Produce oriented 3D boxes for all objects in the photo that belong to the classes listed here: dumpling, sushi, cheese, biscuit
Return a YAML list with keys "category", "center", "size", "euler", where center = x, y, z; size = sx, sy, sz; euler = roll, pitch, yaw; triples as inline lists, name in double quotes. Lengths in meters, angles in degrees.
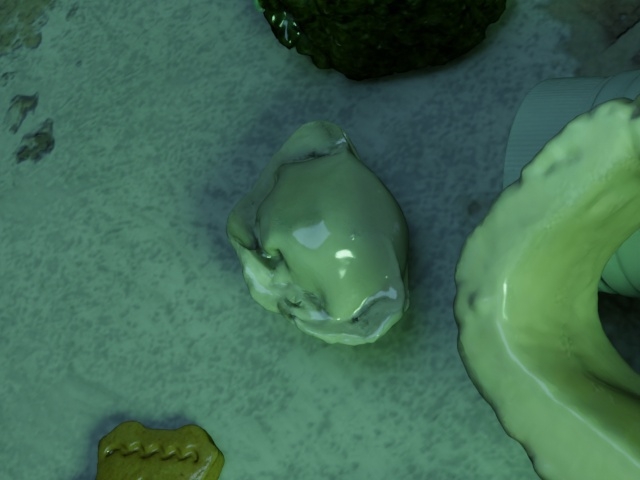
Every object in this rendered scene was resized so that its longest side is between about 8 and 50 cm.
- category: "dumpling"
  center: [0.000, 0.000, 1.203]
  size: [0.162, 0.132, 0.250]
  euler: [-25, 56, 7]
- category: "sushi"
  center: [0.044, -0.349, 1.342]
  size: [0.294, 0.178, 0.352]
  euler: [-16, 57, 19]
- category: "cheese"
  center: [0.262, 0.046, 0.843]
  size: [0.332, 0.153, 0.292]
  euler: [30, 108, 33]
- category: "biscuit"
  center: [-0.173, 0.288, 1.189]
  size: [0.184, 0.035, 0.249]
  euler: [1, 65, 26]

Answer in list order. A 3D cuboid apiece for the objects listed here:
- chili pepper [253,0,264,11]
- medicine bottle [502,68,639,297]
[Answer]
- category: "chili pepper"
  center: [-0.024, -0.284, 1.207]
  size: [0.050, 0.041, 0.153]
  euler: [36, 87, -8]
- category: "medicine bottle"
  center: [0.321, -0.045, 1.011]
  size: [0.332, 0.190, 0.190]
  euler: [1, 64, 38]
